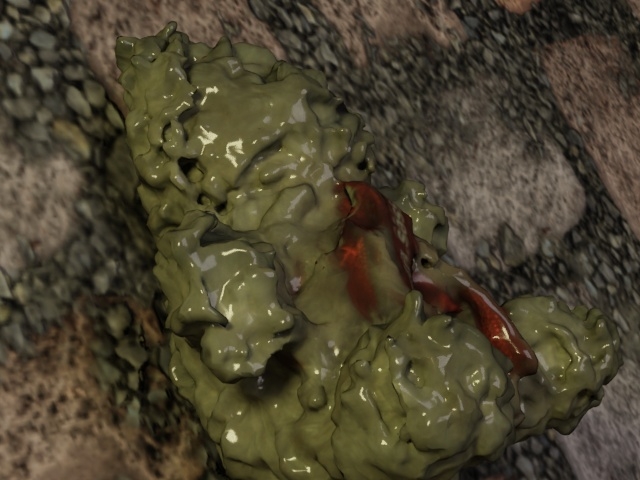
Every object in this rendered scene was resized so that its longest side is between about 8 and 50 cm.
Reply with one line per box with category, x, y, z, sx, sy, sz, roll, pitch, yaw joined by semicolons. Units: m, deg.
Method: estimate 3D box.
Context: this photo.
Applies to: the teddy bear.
teddy bear;0.000;0.000;1.031;0.368;0.224;0.357;62;23;12
